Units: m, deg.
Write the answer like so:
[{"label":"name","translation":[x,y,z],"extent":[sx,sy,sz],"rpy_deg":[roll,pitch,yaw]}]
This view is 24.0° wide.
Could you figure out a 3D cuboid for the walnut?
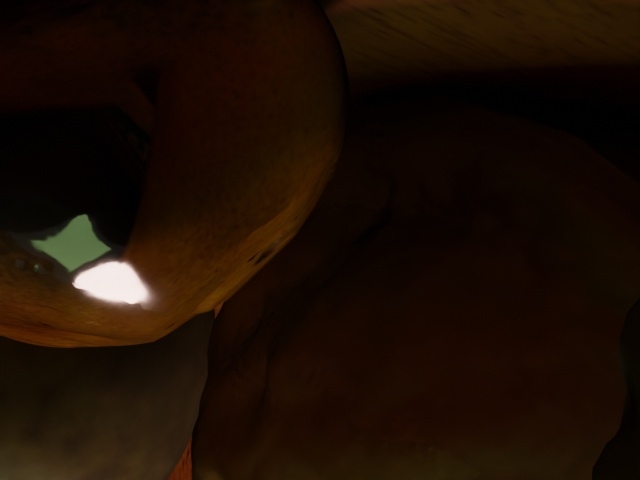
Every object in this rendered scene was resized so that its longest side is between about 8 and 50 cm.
[{"label":"walnut","translation":[0.112,0.085,0.848],"extent":[0.384,0.383,0.383],"rpy_deg":[5,174,1]}]

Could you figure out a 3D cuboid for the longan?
[{"label":"longan","translation":[-0.247,0.068,1.052],"extent":[0.361,0.361,0.361],"rpy_deg":[5,174,1]}]

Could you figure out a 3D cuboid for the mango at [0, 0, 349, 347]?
[{"label":"mango","translation":[-0.108,-0.032,0.663],"extent":[0.201,0.152,0.287],"rpy_deg":[18,168,-14]}]

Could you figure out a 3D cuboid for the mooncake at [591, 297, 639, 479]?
[{"label":"mooncake","translation":[0.244,0.082,0.479],"extent":[0.194,0.356,0.356],"rpy_deg":[6,174,-25]}]
